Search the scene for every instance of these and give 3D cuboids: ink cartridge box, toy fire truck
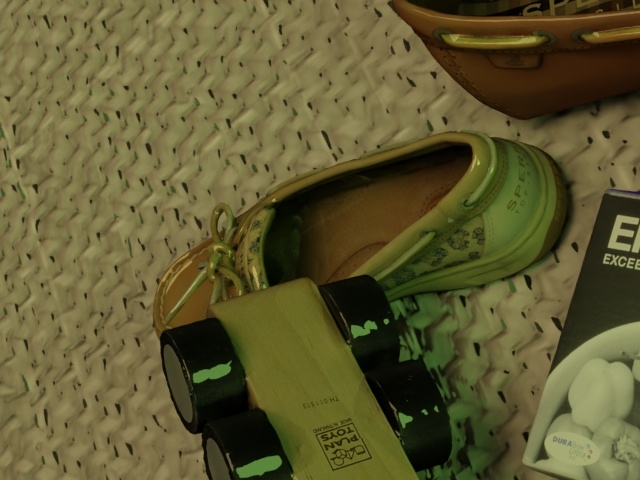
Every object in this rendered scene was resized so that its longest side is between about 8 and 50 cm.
[{"bbox_3d":[0.219,0.038,0.747,0.206,0.045,0.208,12,80,41],"label":"ink cartridge box"},{"bbox_3d":[-0.019,0.175,0.844,0.159,0.246,0.217,-17,54,-18],"label":"toy fire truck"}]

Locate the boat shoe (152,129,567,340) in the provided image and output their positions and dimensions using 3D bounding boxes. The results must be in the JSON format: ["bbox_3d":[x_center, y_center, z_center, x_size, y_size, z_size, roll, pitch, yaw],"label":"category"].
[{"bbox_3d":[0.000,0.000,0.905,0.285,0.089,0.104,-24,60,30],"label":"boat shoe"}]

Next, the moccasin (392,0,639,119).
[{"bbox_3d":[0.208,-0.171,0.761,0.380,0.147,0.139,-11,68,36],"label":"moccasin"}]
